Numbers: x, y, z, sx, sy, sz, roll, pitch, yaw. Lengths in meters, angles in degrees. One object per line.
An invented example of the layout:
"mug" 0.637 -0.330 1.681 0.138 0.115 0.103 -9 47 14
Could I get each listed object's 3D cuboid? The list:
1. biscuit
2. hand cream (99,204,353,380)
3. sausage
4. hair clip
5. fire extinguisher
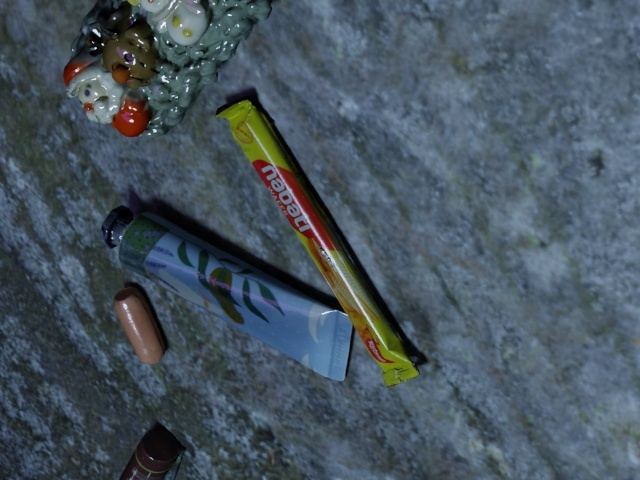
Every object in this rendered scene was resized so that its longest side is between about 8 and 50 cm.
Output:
"biscuit" 0.000 0.000 1.535 0.292 0.026 0.048 58 148 -6
"hand cream" -0.088 0.042 1.636 0.271 0.058 0.091 28 136 20
"sausage" -0.183 0.087 1.777 0.034 0.034 0.083 -2 118 46
"hair clip" -0.140 -0.181 1.483 0.138 0.091 0.321 47 142 3
"fire extinguisher" -0.195 0.261 1.915 0.064 0.043 0.158 11 143 -16
